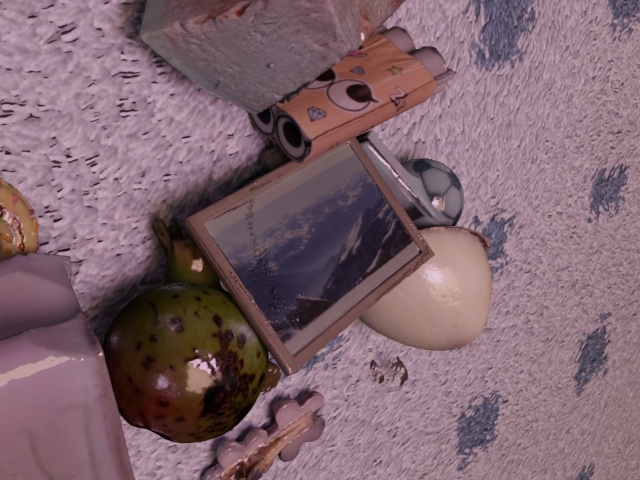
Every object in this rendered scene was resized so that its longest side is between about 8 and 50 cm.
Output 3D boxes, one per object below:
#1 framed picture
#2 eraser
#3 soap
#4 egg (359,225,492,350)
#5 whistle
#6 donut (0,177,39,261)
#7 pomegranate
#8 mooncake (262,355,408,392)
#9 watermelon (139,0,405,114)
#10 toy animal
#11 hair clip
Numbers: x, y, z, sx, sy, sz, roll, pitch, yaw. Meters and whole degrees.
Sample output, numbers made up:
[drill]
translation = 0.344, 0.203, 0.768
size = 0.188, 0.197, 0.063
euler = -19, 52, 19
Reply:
[framed picture]
translation = 0.000, 0.000, 0.943
size = 0.335, 0.022, 0.247
euler = -33, 90, -37
[eraser]
translation = 0.044, -0.232, 1.008
size = 0.290, 0.171, 0.087
euler = -30, 149, -27
[soap]
translation = -0.438, 0.242, 0.699
size = 0.435, 0.213, 0.351
euler = -16, 128, -29
[egg]
translation = 0.180, 0.103, 1.147
size = 0.286, 0.174, 0.264
euler = 8, 143, -33
[whistle]
translation = 0.158, -0.095, 1.160
size = 0.290, 0.163, 0.163
euler = 47, 73, -18
[donut]
translation = -0.416, 0.003, 0.770
size = 0.174, 0.068, 0.175
euler = -14, 113, -34
[pomegranate]
translation = -0.186, 0.128, 0.925
size = 0.242, 0.242, 0.306
euler = 36, 38, -41
[mooncake]
translation = 0.020, 0.250, 1.225
size = 0.346, 0.057, 0.150
euler = -11, 125, -29
[watermelon]
translation = -0.024, -0.301, 0.795
size = 0.387, 0.258, 0.228
euler = -32, 113, -8
[toy animal]
translation = -0.069, -0.104, 1.018
size = 0.252, 0.070, 0.079
euler = -32, 107, -23
[hair clip]
translation = -0.091, 0.367, 1.162
size = 0.257, 0.075, 0.146
euler = -36, 127, -32
